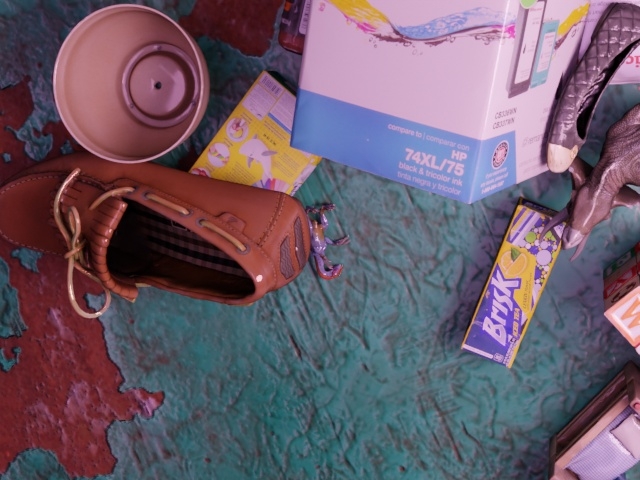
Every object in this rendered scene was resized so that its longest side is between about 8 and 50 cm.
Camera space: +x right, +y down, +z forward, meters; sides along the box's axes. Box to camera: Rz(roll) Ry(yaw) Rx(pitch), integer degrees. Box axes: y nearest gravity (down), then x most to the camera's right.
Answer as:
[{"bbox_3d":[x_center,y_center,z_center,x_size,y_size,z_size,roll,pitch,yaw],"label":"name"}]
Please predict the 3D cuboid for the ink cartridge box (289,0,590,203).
[{"bbox_3d":[0.119,-0.203,1.124,0.197,0.198,0.270,20,114,28],"label":"ink cartridge box"}]

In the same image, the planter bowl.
[{"bbox_3d":[-0.186,-0.164,1.297,0.162,0.109,0.162,1,96,12],"label":"planter bowl"}]

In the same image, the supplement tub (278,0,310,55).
[{"bbox_3d":[0.026,-0.281,1.232,0.106,0.106,0.197,15,104,9],"label":"supplement tub"}]

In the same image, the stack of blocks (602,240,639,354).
[{"bbox_3d":[0.408,0.133,1.204,0.087,0.171,0.297,-41,91,17],"label":"stack of blocks"}]

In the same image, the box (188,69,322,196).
[{"bbox_3d":[-0.069,-0.082,1.321,0.105,0.043,0.179,42,105,11],"label":"box"}]

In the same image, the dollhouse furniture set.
[{"bbox_3d":[0.348,0.246,1.262,0.184,0.129,0.129,41,107,1],"label":"dollhouse furniture set"}]

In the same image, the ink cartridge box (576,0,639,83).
[{"bbox_3d":[0.285,-0.252,1.194,0.140,0.082,0.190,0,104,12],"label":"ink cartridge box"}]

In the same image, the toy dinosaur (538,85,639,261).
[{"bbox_3d":[0.356,-0.100,1.187,0.314,0.160,0.121,-22,80,-9],"label":"toy dinosaur"}]

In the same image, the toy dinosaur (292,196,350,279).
[{"bbox_3d":[0.000,0.000,1.343,0.090,0.047,0.082,31,126,43],"label":"toy dinosaur"}]

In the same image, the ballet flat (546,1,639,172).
[{"bbox_3d":[0.257,-0.141,1.139,0.049,0.057,0.173,27,95,22],"label":"ballet flat"}]

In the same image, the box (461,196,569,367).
[{"bbox_3d":[0.205,0.044,1.289,0.059,0.054,0.168,22,105,6],"label":"box"}]

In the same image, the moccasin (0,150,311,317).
[{"bbox_3d":[-0.200,-0.001,1.289,0.380,0.147,0.139,15,127,24],"label":"moccasin"}]
